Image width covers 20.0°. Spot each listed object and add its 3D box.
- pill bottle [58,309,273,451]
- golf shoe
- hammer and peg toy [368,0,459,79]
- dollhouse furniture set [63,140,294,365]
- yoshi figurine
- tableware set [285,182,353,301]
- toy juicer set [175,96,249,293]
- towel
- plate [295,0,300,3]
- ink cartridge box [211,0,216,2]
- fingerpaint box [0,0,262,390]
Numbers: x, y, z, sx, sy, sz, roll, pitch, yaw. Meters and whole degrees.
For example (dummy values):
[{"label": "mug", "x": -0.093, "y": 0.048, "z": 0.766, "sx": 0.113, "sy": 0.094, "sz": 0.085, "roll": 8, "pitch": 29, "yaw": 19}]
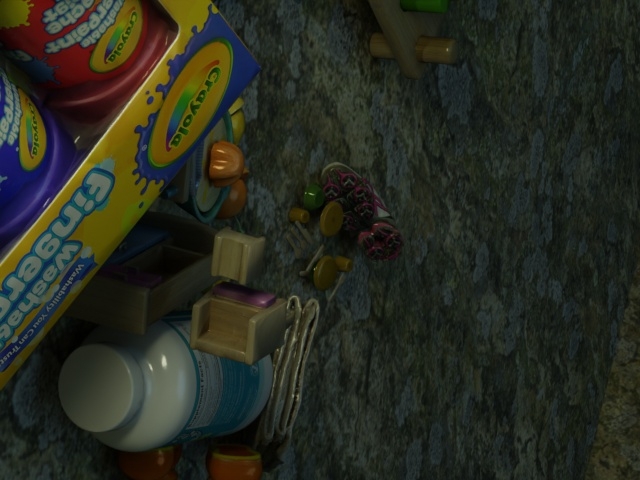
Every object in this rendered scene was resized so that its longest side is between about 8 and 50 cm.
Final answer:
[{"label": "pill bottle", "x": -0.171, "y": 0.150, "z": 1.962, "sx": 0.264, "sy": 0.146, "sz": 0.146, "roll": 1, "pitch": 97, "yaw": -63}, {"label": "golf shoe", "x": 0.046, "y": -0.049, "z": 2.453, "sx": 0.186, "sy": 0.067, "sz": 0.086, "roll": 54, "pitch": 11, "yaw": -44}, {"label": "hammer and peg toy", "x": 0.115, "y": -0.419, "z": 2.397, "sx": 0.266, "sy": 0.127, "sz": 0.361, "roll": -68, "pitch": 151, "yaw": -26}, {"label": "dollhouse furniture set", "x": -0.138, "y": -0.078, "z": 1.813, "sx": 0.198, "sy": 0.286, "sz": 0.303, "roll": -36, "pitch": 136, "yaw": -61}, {"label": "yoshi figurine", "x": -0.165, "y": 0.407, "z": 2.021, "sx": 0.203, "sy": 0.203, "sz": 0.362, "roll": 3, "pitch": 97, "yaw": -48}, {"label": "tableware set", "x": 0.000, "y": 0.000, "z": 2.385, "sx": 0.104, "sy": 0.024, "sz": 0.154, "roll": -58, "pitch": 139, "yaw": -22}, {"label": "toy juicer set", "x": -0.116, "y": -0.113, "z": 2.012, "sx": 0.329, "sy": 0.089, "sz": 0.209, "roll": 83, "pitch": 21, "yaw": -43}, {"label": "towel", "x": -0.048, "y": 0.177, "z": 2.189, "sx": 0.282, "sy": 0.049, "sz": 0.187, "roll": 120, "pitch": -16, "yaw": -76}, {"label": "plate", "x": -0.029, "y": -0.374, "z": 2.149, "sx": 0.188, "sy": 0.024, "sz": 0.188, "roll": -7, "pitch": 90, "yaw": -88}, {"label": "ink cartridge box", "x": -0.111, "y": -0.439, "z": 2.009, "sx": 0.307, "sy": 0.072, "sz": 0.304, "roll": -45, "pitch": 135, "yaw": -47}, {"label": "fingerpaint box", "x": -0.298, "y": -0.090, "z": 1.444, "sx": 0.445, "sy": 0.163, "sz": 0.371, "roll": -51, "pitch": 148, "yaw": -8}]
